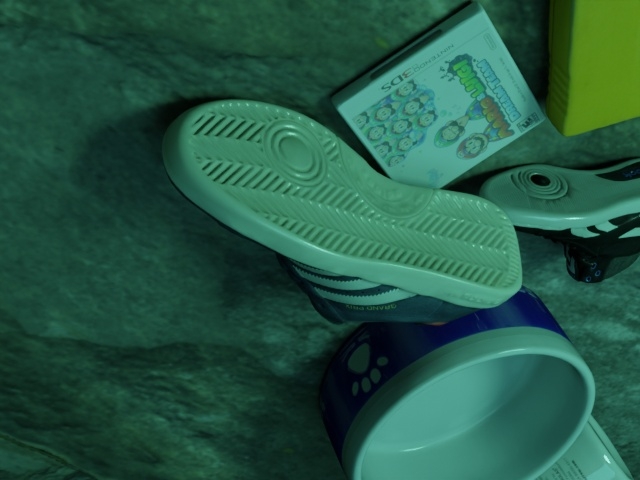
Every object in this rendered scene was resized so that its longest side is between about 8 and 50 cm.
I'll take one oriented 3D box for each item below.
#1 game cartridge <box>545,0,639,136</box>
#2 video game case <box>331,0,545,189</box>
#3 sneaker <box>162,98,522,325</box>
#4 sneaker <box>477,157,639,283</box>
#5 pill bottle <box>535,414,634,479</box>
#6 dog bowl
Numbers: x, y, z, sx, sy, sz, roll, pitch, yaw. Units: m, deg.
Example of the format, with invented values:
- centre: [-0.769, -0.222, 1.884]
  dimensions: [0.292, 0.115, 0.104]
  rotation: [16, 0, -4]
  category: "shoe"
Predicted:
- centre: [0.320, -0.249, 1.133]
  dimensions: [0.285, 0.052, 0.323]
  rotation: [-17, 139, -11]
  category: "game cartridge"
- centre: [0.103, -0.111, 1.192]
  dimensions: [0.143, 0.019, 0.157]
  rotation: [-33, 139, 7]
  category: "video game case"
- centre: [0.000, 0.000, 1.182]
  dimensions: [0.350, 0.131, 0.148]
  rotation: [23, 143, -30]
  category: "sneaker"
- centre: [0.234, -0.006, 1.323]
  dimensions: [0.217, 0.079, 0.121]
  rotation: [-5, 134, -24]
  category: "sneaker"
- centre: [0.221, 0.283, 1.573]
  dimensions: [0.229, 0.131, 0.131]
  rotation: [-35, 138, 10]
  category: "pill bottle"
- centre: [0.136, 0.164, 1.428]
  dimensions: [0.265, 0.104, 0.265]
  rotation: [-15, 137, -14]
  category: "dog bowl"
